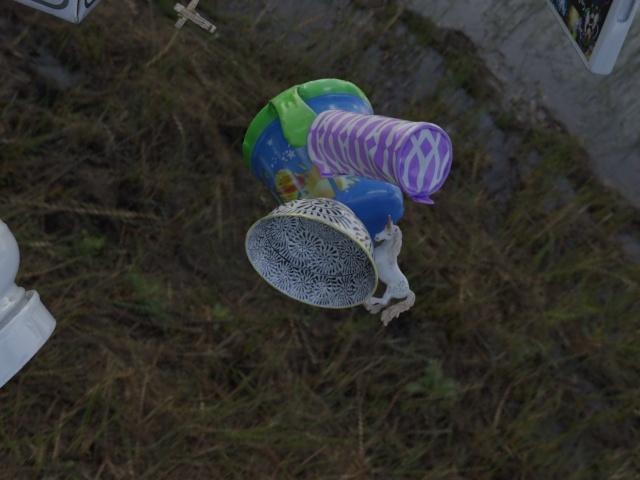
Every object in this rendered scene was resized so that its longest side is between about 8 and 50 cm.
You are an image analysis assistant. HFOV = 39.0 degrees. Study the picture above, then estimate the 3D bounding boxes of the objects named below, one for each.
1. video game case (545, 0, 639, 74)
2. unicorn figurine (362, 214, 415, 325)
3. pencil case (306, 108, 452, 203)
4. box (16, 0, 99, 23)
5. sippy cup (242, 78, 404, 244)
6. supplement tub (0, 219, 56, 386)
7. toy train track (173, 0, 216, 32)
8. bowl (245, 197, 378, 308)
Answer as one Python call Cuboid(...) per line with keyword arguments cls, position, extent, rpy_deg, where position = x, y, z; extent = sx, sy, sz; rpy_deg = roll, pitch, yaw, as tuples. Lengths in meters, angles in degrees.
Cuboid(cls="video game case", position=(0.225, -0.254, 0.721), extent=(0.022, 0.173, 0.190), rpy_deg=(5, 39, -10))
Cuboid(cls="unicorn figurine", position=(0.098, 0.044, 1.431), extent=(0.161, 0.111, 0.060), rpy_deg=(59, 10, -15))
Cuboid(cls="pencil case", position=(0.062, -0.102, 1.044), extent=(0.086, 0.088, 0.206), rpy_deg=(9, 6, -32))
Cuboid(cls="box", position=(-0.212, -0.227, 0.438), extent=(0.290, 0.087, 0.169), rpy_deg=(20, 44, 0))
Cuboid(cls="sippy cup", position=(0.019, -0.106, 1.480), extent=(0.306, 0.240, 0.224), rpy_deg=(4, 46, -41))
Cuboid(cls="supplement tub", position=(-0.389, 0.000, 0.687), extent=(0.331, 0.241, 0.241), rpy_deg=(54, 36, -14))
Cuboid(cls="toy train track", position=(-0.170, -0.303, 1.242), extent=(0.014, 0.048, 0.083), rpy_deg=(43, 13, 30))
Cuboid(cls="bowl", position=(0.000, 0.000, 1.107), extent=(0.170, 0.170, 0.080), rpy_deg=(33, 52, -13))
